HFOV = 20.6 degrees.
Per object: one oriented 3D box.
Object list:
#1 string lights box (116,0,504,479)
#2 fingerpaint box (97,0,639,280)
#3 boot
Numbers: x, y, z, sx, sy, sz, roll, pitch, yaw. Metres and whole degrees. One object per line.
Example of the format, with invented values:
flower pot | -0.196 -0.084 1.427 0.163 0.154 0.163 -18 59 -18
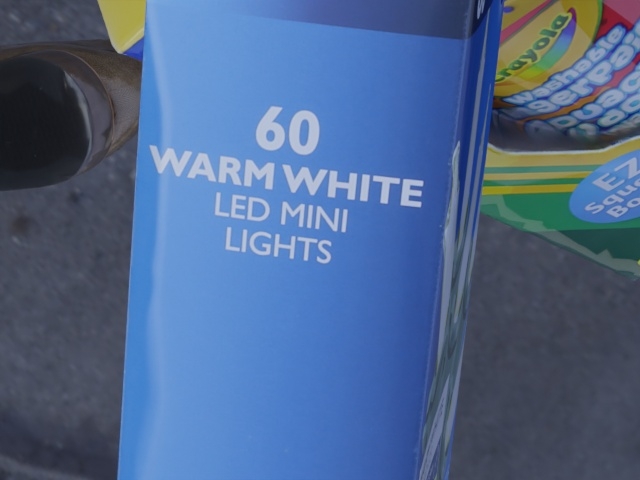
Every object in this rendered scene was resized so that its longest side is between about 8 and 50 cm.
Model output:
string lights box | 0.000 0.000 0.460 0.076 0.133 0.260 8 108 8
fingerpaint box | 0.179 -0.194 0.660 0.445 0.163 0.371 -36 147 25
boot | -0.233 -0.083 1.152 0.115 0.305 0.112 -32 118 -53
